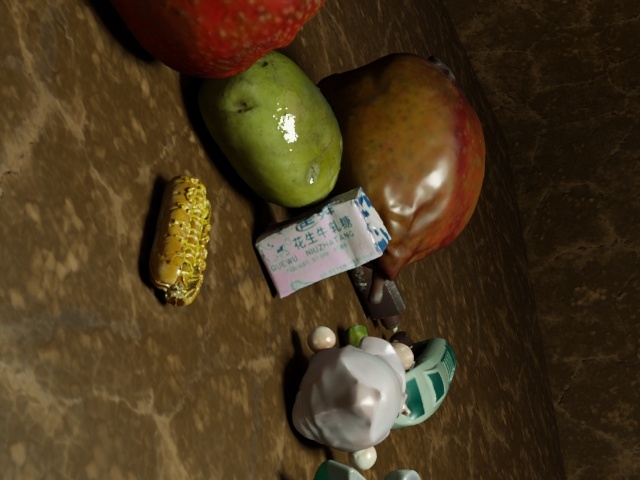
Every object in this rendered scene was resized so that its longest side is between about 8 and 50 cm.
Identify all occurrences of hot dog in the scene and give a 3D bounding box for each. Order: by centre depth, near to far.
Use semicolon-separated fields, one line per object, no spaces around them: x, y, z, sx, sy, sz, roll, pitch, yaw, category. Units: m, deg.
-0.148;-0.003;1.184;0.165;0.045;0.071;-86;152;-45;hot dog

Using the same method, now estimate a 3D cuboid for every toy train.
0.164;0.230;1.792;0.407;0.088;0.086;-17;93;-78;toy train

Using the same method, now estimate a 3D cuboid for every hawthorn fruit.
-0.120;-0.321;1.206;0.300;0.275;0.275;41;36;-43;hawthorn fruit
0.094;-0.111;1.626;0.308;0.308;0.324;66;28;-23;hawthorn fruit

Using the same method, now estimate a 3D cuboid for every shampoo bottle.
0.093;0.074;1.808;0.068;0.067;0.236;-89;158;-64;shampoo bottle

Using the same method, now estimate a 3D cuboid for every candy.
0.000;0.000;1.445;0.092;0.160;0.073;63;16;-12;candy

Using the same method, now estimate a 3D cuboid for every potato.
-0.056;-0.143;1.418;0.228;0.149;0.197;58;0;-27;potato

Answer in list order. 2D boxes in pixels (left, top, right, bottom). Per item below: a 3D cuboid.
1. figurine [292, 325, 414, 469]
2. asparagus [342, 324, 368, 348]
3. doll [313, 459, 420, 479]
0.053;0.200;1.475;0.276;0.133;0.200;-17;88;-73;figurine
0.060;0.214;1.635;0.041;0.045;0.178;9;62;-33;asparagus
0.063;0.368;1.322;0.258;0.153;0.195;43;63;-51;doll
